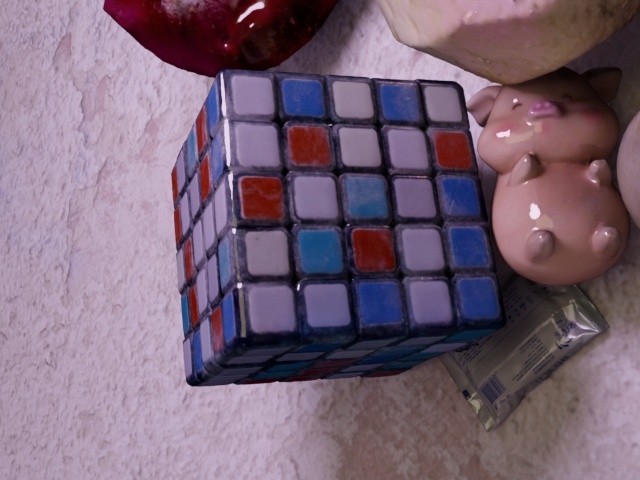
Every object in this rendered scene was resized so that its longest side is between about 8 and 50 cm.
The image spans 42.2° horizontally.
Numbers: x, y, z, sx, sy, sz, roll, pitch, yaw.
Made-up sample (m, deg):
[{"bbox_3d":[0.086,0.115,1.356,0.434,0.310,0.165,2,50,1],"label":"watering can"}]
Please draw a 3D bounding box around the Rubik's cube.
[{"bbox_3d":[0.000,0.000,0.942,0.292,0.287,0.293,141,126,-64],"label":"Rubik's cube"}]

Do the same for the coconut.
[{"bbox_3d":[0.187,-0.350,0.817,0.352,0.352,0.353,-9,76,41],"label":"coconut"}]

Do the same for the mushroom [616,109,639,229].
[{"bbox_3d":[0.387,-0.075,0.754,0.207,0.207,0.215,18,61,43],"label":"mushroom"}]

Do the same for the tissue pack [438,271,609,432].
[{"bbox_3d":[0.223,0.113,0.953,0.193,0.026,0.122,-49,54,24],"label":"tissue pack"}]

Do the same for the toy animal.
[{"bbox_3d":[0.250,-0.073,0.883,0.166,0.154,0.250,0,69,1],"label":"toy animal"}]

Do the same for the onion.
[{"bbox_3d":[-0.131,-0.448,1.233,0.398,0.420,0.398,1,105,2],"label":"onion"}]
